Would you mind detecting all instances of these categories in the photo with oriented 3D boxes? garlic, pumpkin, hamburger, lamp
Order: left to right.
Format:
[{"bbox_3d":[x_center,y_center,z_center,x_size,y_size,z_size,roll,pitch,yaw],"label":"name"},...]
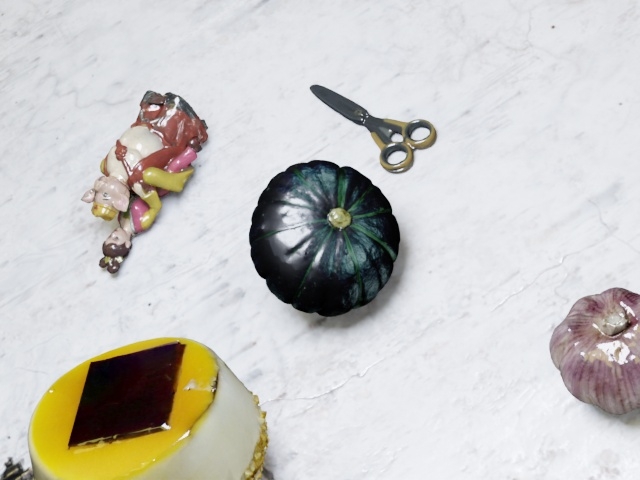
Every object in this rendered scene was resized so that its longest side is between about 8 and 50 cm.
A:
[{"bbox_3d":[-0.251,-0.084,2.154,0.118,0.118,0.253,18,65,33],"label":"lamp"},{"bbox_3d":[-0.202,0.247,1.846,0.294,0.179,0.276,-15,35,10],"label":"hamburger"},{"bbox_3d":[0.003,-0.003,1.946,0.150,0.194,0.194,-47,38,41],"label":"pumpkin"},{"bbox_3d":[0.329,0.118,1.759,0.147,0.102,0.159,-43,51,-7],"label":"garlic"}]

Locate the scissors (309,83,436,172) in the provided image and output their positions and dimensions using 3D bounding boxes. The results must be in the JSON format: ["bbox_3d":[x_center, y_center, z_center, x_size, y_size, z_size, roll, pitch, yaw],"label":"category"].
[{"bbox_3d":[0.059,-0.163,2.131,0.088,0.017,0.220,-46,51,-10],"label":"scissors"}]
